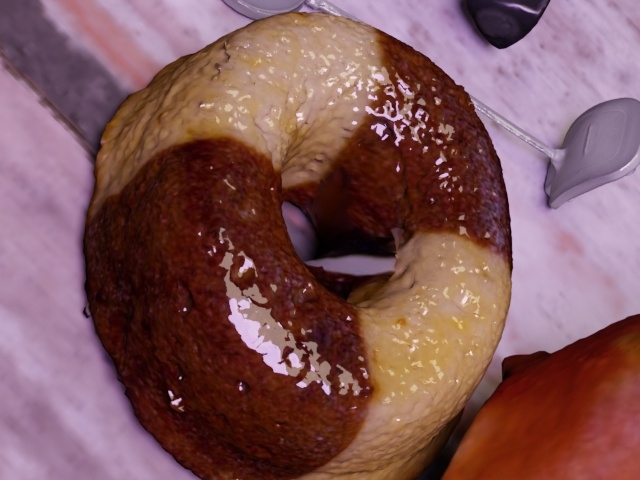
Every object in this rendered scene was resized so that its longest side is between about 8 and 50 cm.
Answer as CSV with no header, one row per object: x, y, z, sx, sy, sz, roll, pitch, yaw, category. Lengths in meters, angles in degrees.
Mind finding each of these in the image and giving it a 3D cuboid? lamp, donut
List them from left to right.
0.000,0.000,0.517,0.166,0.073,0.184,23,57,-18,donut
0.043,-0.082,0.593,0.198,0.056,0.050,31,59,-12,lamp

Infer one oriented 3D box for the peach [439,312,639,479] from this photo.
0.186,0.155,0.492,0.338,0.281,0.281,17,57,9,peach

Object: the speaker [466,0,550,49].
0.101,-0.254,0.593,0.184,0.232,0.254,35,60,-13,speaker
